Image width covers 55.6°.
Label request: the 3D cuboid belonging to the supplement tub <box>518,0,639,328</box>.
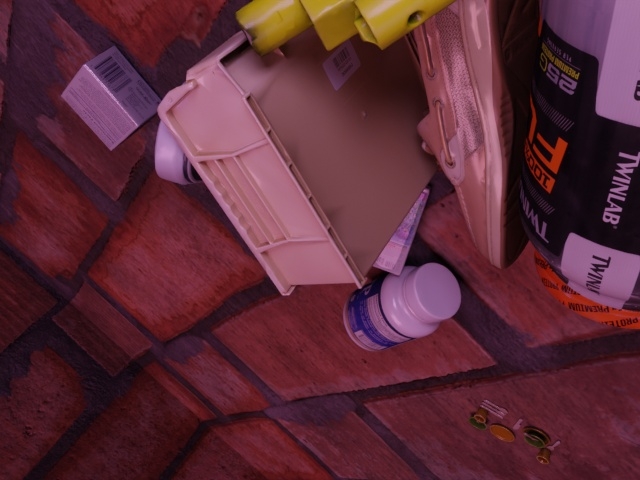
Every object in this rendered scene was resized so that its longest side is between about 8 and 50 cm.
[{"bbox_3d":[0.272,-0.094,0.482,0.207,0.207,0.338,19,141,28],"label":"supplement tub"}]

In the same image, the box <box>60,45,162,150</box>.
[{"bbox_3d":[-0.353,-0.238,1.031,0.137,0.072,0.126,-17,118,51],"label":"box"}]

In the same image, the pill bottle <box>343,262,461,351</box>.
[{"bbox_3d":[0.125,0.101,0.937,0.112,0.112,0.186,44,146,-7],"label":"pill bottle"}]

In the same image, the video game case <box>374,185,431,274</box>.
[{"bbox_3d":[0.060,-0.038,0.855,0.157,0.019,0.143,21,121,10],"label":"video game case"}]

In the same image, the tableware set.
[{"bbox_3d":[0.346,0.353,1.101,0.154,0.024,0.104,28,145,16],"label":"tableware set"}]

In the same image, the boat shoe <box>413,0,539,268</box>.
[{"bbox_3d":[0.166,-0.127,0.637,0.110,0.121,0.341,14,129,39],"label":"boat shoe"}]

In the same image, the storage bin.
[{"bbox_3d":[0.004,-0.125,0.652,0.123,0.262,0.260,-4,128,45],"label":"storage bin"}]

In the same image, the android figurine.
[{"bbox_3d":[0.038,-0.267,0.486,0.248,0.272,0.056,65,-169,24],"label":"android figurine"}]

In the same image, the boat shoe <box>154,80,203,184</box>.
[{"bbox_3d":[-0.095,-0.130,0.758,0.119,0.335,0.121,18,106,6],"label":"boat shoe"}]
